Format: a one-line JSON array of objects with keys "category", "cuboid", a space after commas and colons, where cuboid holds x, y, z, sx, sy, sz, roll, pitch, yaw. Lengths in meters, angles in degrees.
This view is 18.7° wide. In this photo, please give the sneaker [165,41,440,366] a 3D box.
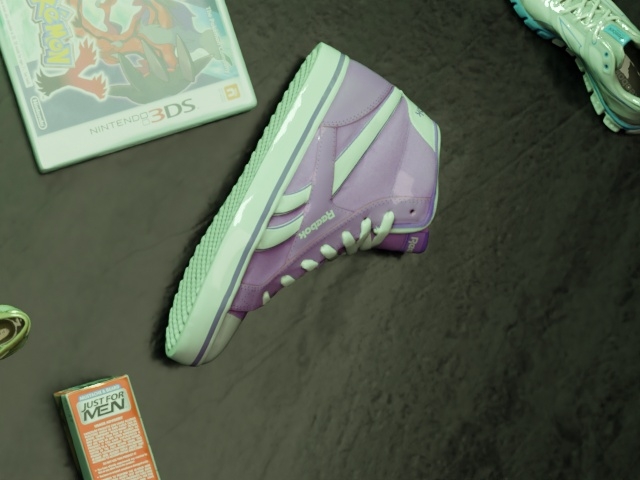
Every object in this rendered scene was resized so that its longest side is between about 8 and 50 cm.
[{"category": "sneaker", "cuboid": [0.000, 0.000, 1.532, 0.161, 0.102, 0.282, 33, 79, -12]}]

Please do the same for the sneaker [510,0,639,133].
[{"category": "sneaker", "cuboid": [0.230, -0.175, 1.607, 0.071, 0.083, 0.191, -41, 94, -11]}]

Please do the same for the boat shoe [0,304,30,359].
[{"category": "boat shoe", "cuboid": [-0.291, 0.095, 1.480, 0.153, 0.048, 0.056, -26, 92, -14]}]

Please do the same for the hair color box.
[{"category": "hair color box", "cuboid": [-0.152, 0.189, 1.484, 0.053, 0.093, 0.167, -16, 89, -14]}]

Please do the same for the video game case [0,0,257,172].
[{"category": "video game case", "cuboid": [-0.166, -0.175, 1.543, 0.183, 0.023, 0.201, -18, 90, -14]}]
